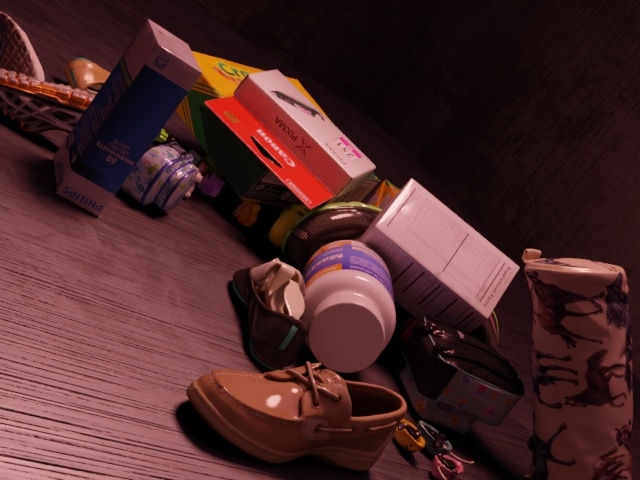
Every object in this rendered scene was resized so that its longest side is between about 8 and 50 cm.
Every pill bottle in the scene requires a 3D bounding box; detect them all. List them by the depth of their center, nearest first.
[{"bbox_3d":[0.040,0.104,1.727,0.152,0.152,0.272,36,13,-8],"label":"pill bottle"}]

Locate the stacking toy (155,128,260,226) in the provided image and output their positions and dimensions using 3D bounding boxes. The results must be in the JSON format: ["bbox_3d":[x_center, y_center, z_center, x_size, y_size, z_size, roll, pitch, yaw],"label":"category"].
[{"bbox_3d":[-0.222,-0.120,2.038,0.167,0.052,0.221,28,14,-44],"label":"stacking toy"}]

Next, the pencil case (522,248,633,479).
[{"bbox_3d":[0.409,0.218,1.787,0.184,0.410,0.160,2,8,32],"label":"pencil case"}]

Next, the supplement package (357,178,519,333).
[{"bbox_3d":[0.191,0.040,1.896,0.244,0.134,0.139,40,55,-1],"label":"supplement package"}]

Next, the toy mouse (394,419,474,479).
[{"bbox_3d":[0.168,0.313,1.620,0.143,0.031,0.161,29,16,-34],"label":"toy mouse"}]

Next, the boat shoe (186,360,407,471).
[{"bbox_3d":[-0.021,0.196,1.340,0.341,0.110,0.121,22,21,-51],"label":"boat shoe"}]

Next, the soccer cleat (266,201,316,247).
[{"bbox_3d":[0.001,-0.001,2.110,0.121,0.093,0.289,41,12,24],"label":"soccer cleat"}]

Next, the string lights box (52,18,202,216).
[{"bbox_3d":[-0.283,-0.177,1.587,0.077,0.259,0.133,30,16,-28],"label":"string lights box"}]

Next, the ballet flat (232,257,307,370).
[{"bbox_3d":[-0.063,0.091,1.623,0.095,0.096,0.280,31,15,-24],"label":"ballet flat"}]

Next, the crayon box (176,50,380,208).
[{"bbox_3d":[-0.094,-0.208,2.160,0.363,0.106,0.313,4,43,-55],"label":"crayon box"}]

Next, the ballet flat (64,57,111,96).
[{"bbox_3d":[-0.394,-0.276,2.098,0.232,0.080,0.073,15,54,-54],"label":"ballet flat"}]

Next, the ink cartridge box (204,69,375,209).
[{"bbox_3d":[-0.050,-0.190,1.993,0.275,0.060,0.239,45,24,7],"label":"ink cartridge box"}]

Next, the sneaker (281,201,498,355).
[{"bbox_3d":[0.150,0.091,2.012,0.483,0.185,0.202,30,17,-18],"label":"sneaker"}]

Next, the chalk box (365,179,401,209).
[{"bbox_3d":[0.210,0.039,2.353,0.289,0.180,0.179,35,14,-20],"label":"chalk box"}]

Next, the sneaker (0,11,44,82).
[{"bbox_3d":[-0.527,-0.327,1.806,0.297,0.111,0.129,46,10,28],"label":"sneaker"}]

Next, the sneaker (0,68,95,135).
[{"bbox_3d":[-0.444,-0.205,1.671,0.215,0.083,0.084,15,14,-15],"label":"sneaker"}]

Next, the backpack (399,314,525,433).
[{"bbox_3d":[0.233,0.231,1.818,0.188,0.144,0.166,18,19,-20],"label":"backpack"}]

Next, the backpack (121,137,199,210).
[{"bbox_3d":[-0.252,-0.100,1.753,0.084,0.105,0.114,39,18,9],"label":"backpack"}]
